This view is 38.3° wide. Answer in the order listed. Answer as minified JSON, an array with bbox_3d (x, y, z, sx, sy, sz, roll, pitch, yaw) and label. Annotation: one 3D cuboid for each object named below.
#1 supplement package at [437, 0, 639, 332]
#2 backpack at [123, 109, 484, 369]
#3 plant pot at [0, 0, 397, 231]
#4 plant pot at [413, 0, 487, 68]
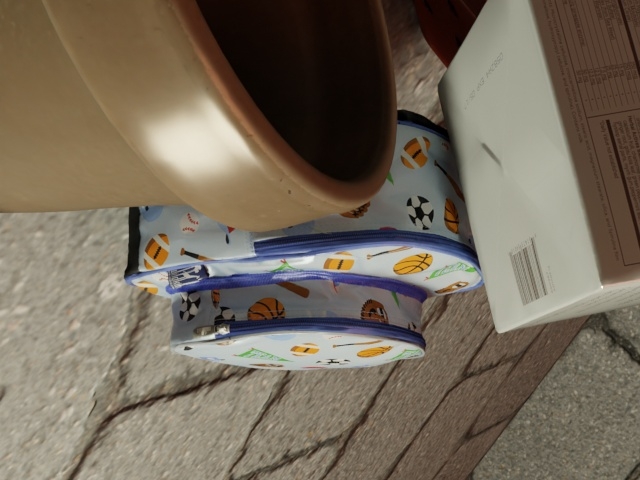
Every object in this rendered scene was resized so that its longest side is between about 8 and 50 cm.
[{"bbox_3d":[0.243,-0.068,0.601,0.263,0.198,0.199,-10,169,-8],"label":"supplement package"},{"bbox_3d":[0.000,0.000,0.757,0.263,0.213,0.276,-17,166,26],"label":"backpack"},{"bbox_3d":[-0.115,-0.115,0.462,0.229,0.263,0.263,-15,163,22],"label":"plant pot"},{"bbox_3d":[0.219,-0.231,0.805,0.236,0.267,0.267,-32,153,0],"label":"plant pot"}]
